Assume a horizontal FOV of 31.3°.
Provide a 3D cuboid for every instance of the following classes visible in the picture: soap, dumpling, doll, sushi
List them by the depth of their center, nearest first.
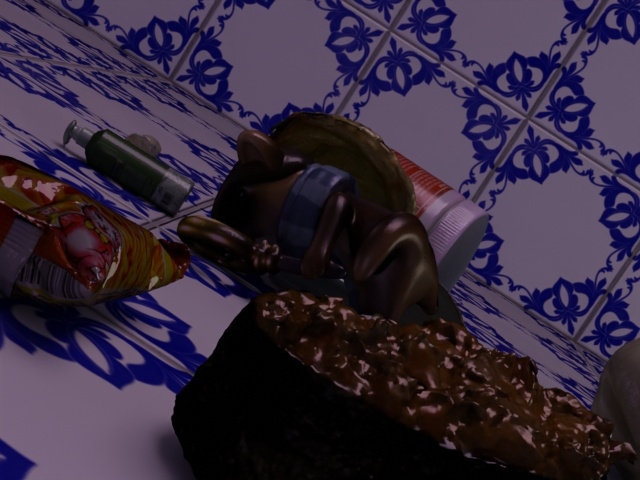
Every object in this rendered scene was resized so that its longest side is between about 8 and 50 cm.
[{"bbox_3d":[0.055,0.148,0.922,0.348,0.207,0.234,26,17,-27],"label":"sushi"},{"bbox_3d":[-0.001,0.004,1.578,0.339,0.209,0.318,32,8,20],"label":"doll"},{"bbox_3d":[0.025,0.078,1.735,0.198,0.066,0.119,33,10,3],"label":"soap"},{"bbox_3d":[-0.303,-0.161,1.951,0.057,0.052,0.076,45,11,3],"label":"dumpling"}]

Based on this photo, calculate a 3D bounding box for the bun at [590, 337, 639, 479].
[{"bbox_3d":[0.590,0.327,1.886,0.365,0.219,0.365,38,21,-17],"label":"bun"}]

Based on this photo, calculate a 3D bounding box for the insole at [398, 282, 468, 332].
[{"bbox_3d":[0.119,0.058,1.817,0.348,0.119,0.009,57,11,14],"label":"insole"}]

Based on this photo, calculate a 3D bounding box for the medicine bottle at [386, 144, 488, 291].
[{"bbox_3d":[0.122,-0.008,1.959,0.241,0.252,0.252,36,8,17],"label":"medicine bottle"}]

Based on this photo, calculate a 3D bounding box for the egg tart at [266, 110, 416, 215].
[{"bbox_3d":[0.030,-0.083,1.762,0.279,0.279,0.095,34,41,7],"label":"egg tart"}]

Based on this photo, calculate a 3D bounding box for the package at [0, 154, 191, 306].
[{"bbox_3d":[-0.255,-0.008,1.029,0.223,0.108,0.288,28,0,8],"label":"package"}]

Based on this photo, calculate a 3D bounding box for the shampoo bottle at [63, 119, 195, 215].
[{"bbox_3d":[-0.289,-0.113,1.700,0.204,0.065,0.065,32,8,-5],"label":"shampoo bottle"}]
